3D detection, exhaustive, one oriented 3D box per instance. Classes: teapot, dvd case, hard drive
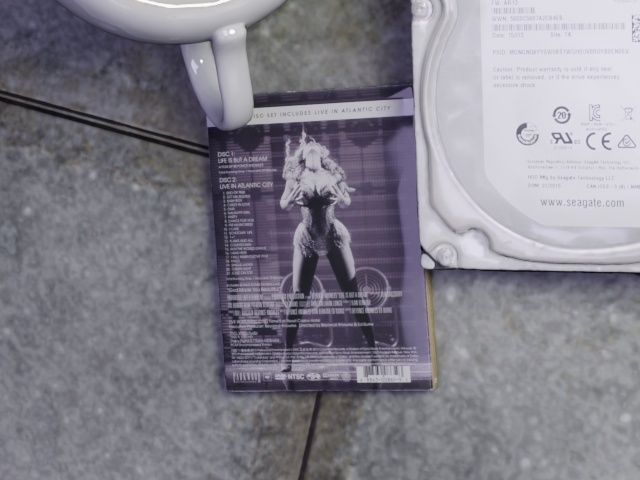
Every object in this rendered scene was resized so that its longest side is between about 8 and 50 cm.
[{"bbox_3d":[-0.108,-0.244,1.375,0.252,0.187,0.256,27,83,-9],"label":"teapot"},{"bbox_3d":[0.000,0.000,1.444,0.164,0.018,0.221,-2,96,22],"label":"dvd case"},{"bbox_3d":[0.177,-0.147,1.328,0.237,0.064,0.339,2,99,20],"label":"hard drive"}]
